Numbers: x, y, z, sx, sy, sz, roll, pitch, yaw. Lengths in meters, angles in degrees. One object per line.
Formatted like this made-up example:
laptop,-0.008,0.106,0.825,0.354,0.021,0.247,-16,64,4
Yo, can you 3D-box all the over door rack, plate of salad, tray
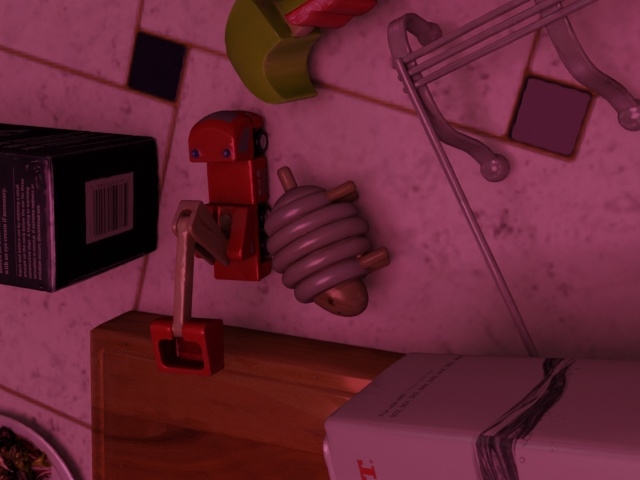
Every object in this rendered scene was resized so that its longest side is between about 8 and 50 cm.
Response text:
over door rack,0.198,-0.035,0.563,0.239,0.108,0.324,-21,86,40
plate of salad,-0.326,0.272,0.898,0.199,0.048,0.200,4,102,21
tray,0.000,0.192,0.745,0.410,0.076,0.203,7,103,20

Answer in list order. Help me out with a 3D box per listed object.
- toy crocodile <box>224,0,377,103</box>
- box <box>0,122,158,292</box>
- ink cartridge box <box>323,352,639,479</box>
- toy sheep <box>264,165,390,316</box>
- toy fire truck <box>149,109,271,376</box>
toy crocodile,0.044,-0.222,0.599,0.340,0.115,0.105,-38,75,35
box,-0.266,-0.037,0.756,0.207,0.153,0.108,7,104,20
ink cartridge box,0.157,0.176,0.507,0.272,0.114,0.198,-2,107,37
toy sheep,0.000,0.000,0.702,0.091,0.091,0.132,-32,75,23
toy fire truck,-0.085,-0.004,0.703,0.047,0.135,0.192,2,102,20
